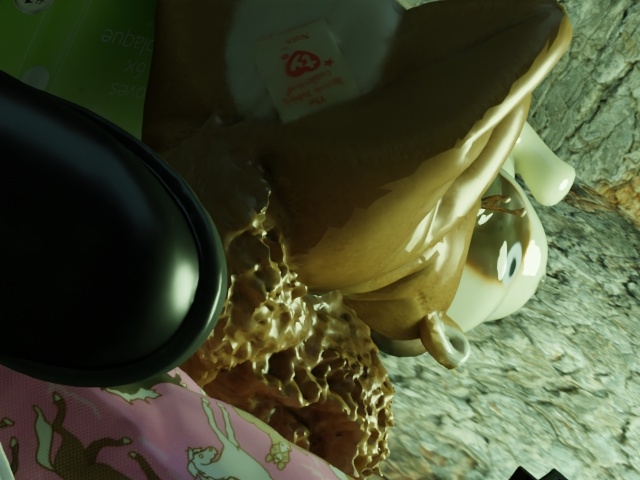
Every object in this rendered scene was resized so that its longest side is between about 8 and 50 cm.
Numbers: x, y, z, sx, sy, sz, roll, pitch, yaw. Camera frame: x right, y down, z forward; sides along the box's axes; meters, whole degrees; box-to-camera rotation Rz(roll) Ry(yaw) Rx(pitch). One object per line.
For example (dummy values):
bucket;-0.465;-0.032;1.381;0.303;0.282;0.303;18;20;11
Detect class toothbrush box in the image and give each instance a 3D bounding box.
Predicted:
toothbrush box;-0.227;-0.110;0.847;0.122;0.283;0.206;43;23;29

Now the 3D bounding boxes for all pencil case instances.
pencil case;-0.047;0.169;0.621;0.386;0.160;0.167;30;-17;0

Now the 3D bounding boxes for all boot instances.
boot;-0.209;-0.044;0.440;0.348;0.131;0.260;30;0;3

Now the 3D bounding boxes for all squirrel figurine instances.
squirrel figurine;0.000;0.000;0.849;0.281;0.397;0.370;25;-21;22

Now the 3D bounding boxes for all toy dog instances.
toy dog;0.100;-0.061;1.218;0.395;0.284;0.408;19;25;-29

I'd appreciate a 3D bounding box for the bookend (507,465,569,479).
bookend;0.240;0.255;0.945;0.156;0.072;0.157;39;21;24

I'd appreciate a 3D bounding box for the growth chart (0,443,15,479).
growth chart;-0.158;0.029;0.296;0.172;0.021;0.237;-6;62;-57
